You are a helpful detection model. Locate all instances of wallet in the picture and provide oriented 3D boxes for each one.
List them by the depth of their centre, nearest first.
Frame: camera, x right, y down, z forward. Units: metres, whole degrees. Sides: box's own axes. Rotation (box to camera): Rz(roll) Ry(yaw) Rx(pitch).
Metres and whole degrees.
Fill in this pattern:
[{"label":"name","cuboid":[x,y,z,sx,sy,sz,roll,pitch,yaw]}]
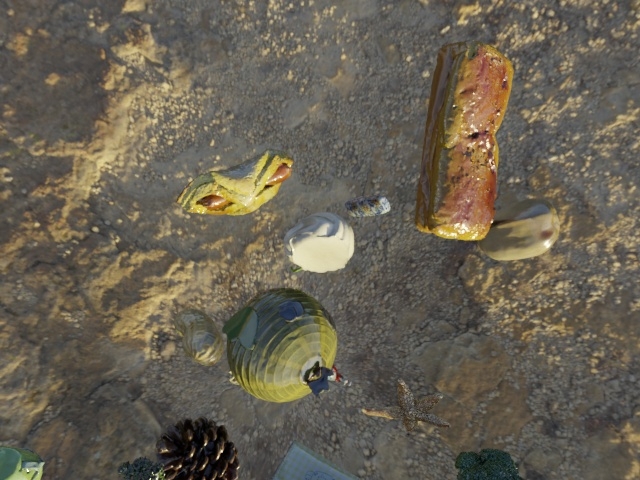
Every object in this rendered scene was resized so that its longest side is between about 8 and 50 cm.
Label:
[{"label":"wallet","cuboid":[-0.009,0.852,1.520,0.309,0.077,0.223,22,42,20]}]

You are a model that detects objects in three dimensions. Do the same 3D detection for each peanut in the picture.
[{"label":"peanut","cuboid":[-0.473,0.363,1.709,0.153,0.140,0.325,-47,42,-12]}]

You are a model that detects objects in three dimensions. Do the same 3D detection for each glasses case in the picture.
[{"label":"glasses case","cuboid":[0.201,-0.151,1.941,0.065,0.247,0.087,-45,115,-26]}]

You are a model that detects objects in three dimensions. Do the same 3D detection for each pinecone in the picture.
[{"label":"pinecone","cuboid":[-0.307,0.520,1.081,0.185,0.169,0.212,-32,114,26]}]

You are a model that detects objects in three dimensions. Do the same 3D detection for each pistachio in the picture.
[{"label":"pistachio","cuboid":[0.443,-0.023,1.011,0.131,0.206,0.130,21,68,-23]}]

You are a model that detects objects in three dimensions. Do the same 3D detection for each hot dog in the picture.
[{"label":"hot dog","cuboid":[-0.103,-0.069,0.589,0.168,0.078,0.061,-28,69,-16]}]

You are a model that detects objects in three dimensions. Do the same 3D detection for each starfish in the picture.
[{"label":"starfish","cuboid":[0.284,0.532,1.422,0.294,0.231,0.048,8,31,8]}]

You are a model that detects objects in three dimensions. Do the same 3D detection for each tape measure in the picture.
[{"label":"tape measure","cuboid":[-0.705,0.504,0.963,0.199,0.175,0.106,7,46,-14]}]

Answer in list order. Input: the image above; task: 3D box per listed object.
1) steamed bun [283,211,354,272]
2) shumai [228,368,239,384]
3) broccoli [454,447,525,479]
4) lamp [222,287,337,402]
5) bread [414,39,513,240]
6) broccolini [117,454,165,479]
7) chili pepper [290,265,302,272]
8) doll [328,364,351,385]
[{"label":"steamed bun","cuboid":[0.000,0.000,1.115,0.182,0.183,0.106,3,52,-4]},{"label":"shumai","cuboid":[-0.237,0.406,1.442,0.161,0.153,0.210,17,39,-43]},{"label":"broccoli","cuboid":[0.523,0.801,1.359,0.264,0.245,0.295,5,63,-15]},{"label":"lamp","cuboid":[-0.071,0.235,0.951,0.250,0.250,0.284,-43,39,-14]},{"label":"bread","cuboid":[0.215,-0.136,0.642,0.139,0.077,0.271,4,97,-34]},{"label":"broccolini","cuboid":[-0.228,0.313,0.454,0.054,0.052,0.194,17,61,45]},{"label":"chili pepper","cuboid":[-0.101,0.119,1.828,0.017,0.083,0.030,54,51,-23]},{"label":"doll","cuboid":[0.023,0.321,1.079,0.114,0.057,0.039,38,100,-15]}]
